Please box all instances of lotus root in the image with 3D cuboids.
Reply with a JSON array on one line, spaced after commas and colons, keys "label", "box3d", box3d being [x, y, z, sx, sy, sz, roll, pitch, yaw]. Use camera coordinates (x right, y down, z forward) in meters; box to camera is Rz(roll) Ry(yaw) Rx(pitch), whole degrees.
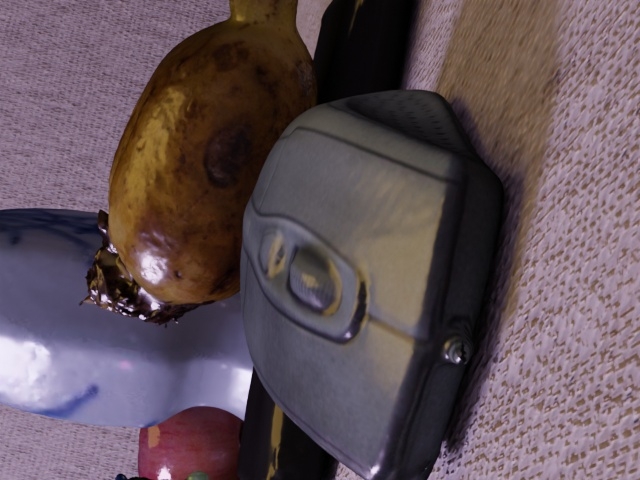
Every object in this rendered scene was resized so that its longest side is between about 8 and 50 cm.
[{"label": "lotus root", "box3d": [-0.079, -0.063, 1.285, 0.169, 0.141, 0.314, -104, 36, -69]}]

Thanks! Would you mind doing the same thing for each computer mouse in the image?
[{"label": "computer mouse", "box3d": [0.019, 0.009, 0.974, 0.371, 0.121, 0.188, -120, 41, -75]}]

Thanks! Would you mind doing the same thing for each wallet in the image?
[{"label": "wallet", "box3d": [0.001, 0.000, 1.365, 0.228, 0.062, 0.406, 153, 129, -82]}]

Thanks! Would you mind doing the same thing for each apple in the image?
[{"label": "apple", "box3d": [-0.136, 0.221, 1.858, 0.153, 0.120, 0.153, 2, -90, -84]}]

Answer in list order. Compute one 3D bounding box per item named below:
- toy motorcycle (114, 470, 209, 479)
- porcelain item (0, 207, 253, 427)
[{"label": "toy motorcycle", "box3d": [-0.154, 0.365, 1.483, 0.125, 0.196, 0.331, 120, 158, -67]}, {"label": "porcelain item", "box3d": [-0.233, 0.072, 1.726, 0.242, 0.405, 0.179, -102, 24, -75]}]
